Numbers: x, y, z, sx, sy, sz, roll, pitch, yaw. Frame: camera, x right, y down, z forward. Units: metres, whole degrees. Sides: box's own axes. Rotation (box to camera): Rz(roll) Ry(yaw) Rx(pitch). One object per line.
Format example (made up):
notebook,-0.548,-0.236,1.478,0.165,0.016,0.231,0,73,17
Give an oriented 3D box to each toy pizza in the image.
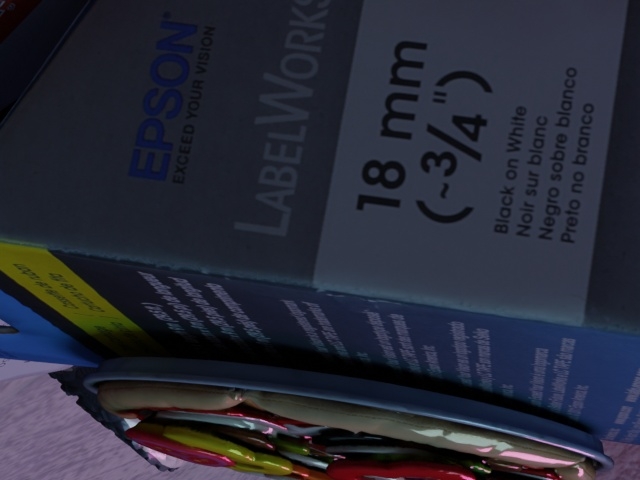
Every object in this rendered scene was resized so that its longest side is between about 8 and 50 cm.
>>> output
toy pizza,0.008,0.078,0.608,0.201,0.032,0.201,9,168,2

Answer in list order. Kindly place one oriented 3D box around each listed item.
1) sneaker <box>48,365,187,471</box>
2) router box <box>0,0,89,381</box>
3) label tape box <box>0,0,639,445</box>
sneaker,-0.081,0.072,1.080,0.122,0.110,0.283,-53,164,8
router box,-0.104,-0.058,0.602,0.335,0.082,0.301,-40,163,27
label tape box,0.009,-0.006,0.545,0.333,0.106,0.240,8,168,8
